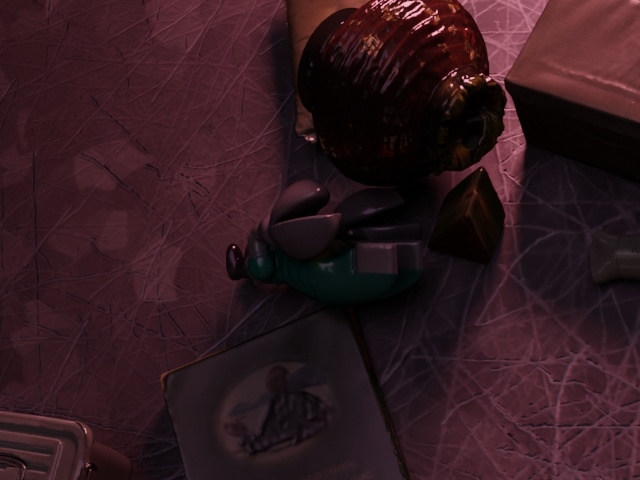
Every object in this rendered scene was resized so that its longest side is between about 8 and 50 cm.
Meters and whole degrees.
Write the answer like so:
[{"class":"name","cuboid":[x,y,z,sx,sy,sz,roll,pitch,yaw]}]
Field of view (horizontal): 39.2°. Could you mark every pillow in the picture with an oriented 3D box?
[{"class":"pillow","cuboid":[0.044,-0.274,1.230,0.184,0.075,0.303,-9,65,8]}]

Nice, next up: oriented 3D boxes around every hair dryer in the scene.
[{"class":"hair dryer","cuboid":[0.389,0.098,0.947,0.206,0.075,0.237,-3,74,28]}]

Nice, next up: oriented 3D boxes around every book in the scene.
[{"class":"book","cuboid":[-0.029,0.279,1.039,0.260,0.043,0.371,-23,62,9]}]

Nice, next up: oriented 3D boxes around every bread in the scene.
[{"class":"bread","cuboid":[0.157,-0.036,1.043,0.084,0.139,0.074,15,75,26]}]

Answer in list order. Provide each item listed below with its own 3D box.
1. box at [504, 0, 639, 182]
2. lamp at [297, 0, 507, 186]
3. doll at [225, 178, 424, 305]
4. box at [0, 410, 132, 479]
[{"class":"box","cuboid":[0.353,-0.166,1.016,0.231,0.149,0.155,24,78,29]},{"class":"lamp","cuboid":[0.097,-0.173,1.038,0.246,0.247,0.247,-8,65,18]},{"class":"doll","cuboid":[-0.007,0.002,1.065,0.258,0.195,0.153,-5,95,13]},{"class":"box","cuboid":[-0.356,0.305,1.105,0.243,0.135,0.163,1,67,23]}]
